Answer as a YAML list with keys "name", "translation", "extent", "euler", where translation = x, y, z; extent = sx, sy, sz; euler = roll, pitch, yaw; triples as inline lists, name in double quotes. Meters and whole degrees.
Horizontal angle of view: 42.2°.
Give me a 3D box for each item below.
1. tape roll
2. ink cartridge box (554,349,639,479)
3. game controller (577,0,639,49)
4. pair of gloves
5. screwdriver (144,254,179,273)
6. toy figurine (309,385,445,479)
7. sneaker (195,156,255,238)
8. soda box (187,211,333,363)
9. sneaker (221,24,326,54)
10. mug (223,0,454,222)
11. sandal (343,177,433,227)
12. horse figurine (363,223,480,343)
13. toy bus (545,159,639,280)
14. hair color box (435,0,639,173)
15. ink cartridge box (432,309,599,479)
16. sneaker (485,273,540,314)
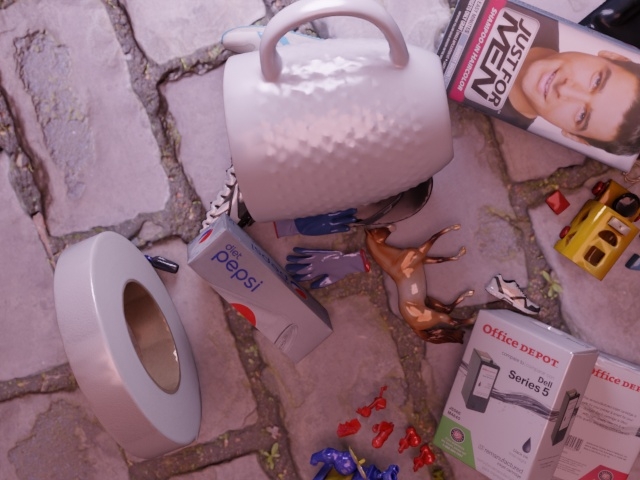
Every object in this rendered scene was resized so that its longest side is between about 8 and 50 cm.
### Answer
- name: "tape roll"
  translation: [-0.314, 0.175, 1.400]
  extent: [0.072, 0.392, 0.392]
  euler: [-23, 97, 6]
- name: "ink cartridge box"
  translation: [0.505, 0.327, 1.534]
  extent: [0.172, 0.100, 0.237]
  euler: [20, 100, -1]
- name: "game controller"
  translation: [0.580, -0.281, 1.463]
  extent: [0.166, 0.067, 0.319]
  euler: [-39, 96, -7]
- name: "pair of gloves"
  translation: [0.000, 0.000, 1.509]
  extent: [0.159, 0.023, 0.198]
  euler: [-10, 119, 11]
- name: "screwdriver"
  translation: [-0.346, 0.026, 1.567]
  extent: [0.170, 0.025, 0.024]
  euler: [21, 100, 8]
- name: "toy figurine"
  translation: [0.095, 0.478, 1.585]
  extent: [0.217, 0.191, 0.362]
  euler: [-24, 107, 36]
- name: "sneaker"
  translation: [-0.148, -0.054, 1.511]
  extent: [0.106, 0.078, 0.234]
  euler: [26, 97, 1]
- name: "soda box"
  translation: [-0.107, 0.088, 1.488]
  extent: [0.098, 0.091, 0.286]
  euler: [-41, 112, 8]
- name: "sneaker"
  translation: [-0.066, -0.319, 1.460]
  extent: [0.229, 0.087, 0.092]
  euler: [13, 95, 1]
- name: "mug"
  translation: [0.030, -0.217, 1.295]
  extent: [0.328, 0.276, 0.374]
  euler: [-8, 139, 7]
- name: "sandal"
  translation: [0.085, -0.066, 1.505]
  extent: [0.254, 0.054, 0.097]
  euler: [-19, 88, 5]
- name: "horse figurine"
  translation: [0.194, 0.084, 1.526]
  extent: [0.174, 0.066, 0.263]
  euler: [-15, 98, 3]
- name: "toy bus"
  translation: [0.513, -0.027, 1.475]
  extent: [0.191, 0.104, 0.202]
  euler: [-11, 99, 4]
- name: "hair color box"
  translation: [0.384, -0.279, 1.399]
  extent: [0.374, 0.113, 0.185]
  euler: [24, 112, 5]
- name: "ink cartridge box"
  translation: [0.345, 0.281, 1.480]
  extent: [0.198, 0.115, 0.273]
  euler: [25, 102, 40]
- name: "sneaker"
  translation: [0.362, 0.100, 1.535]
  extent: [0.109, 0.040, 0.043]
  euler: [29, 97, -3]
